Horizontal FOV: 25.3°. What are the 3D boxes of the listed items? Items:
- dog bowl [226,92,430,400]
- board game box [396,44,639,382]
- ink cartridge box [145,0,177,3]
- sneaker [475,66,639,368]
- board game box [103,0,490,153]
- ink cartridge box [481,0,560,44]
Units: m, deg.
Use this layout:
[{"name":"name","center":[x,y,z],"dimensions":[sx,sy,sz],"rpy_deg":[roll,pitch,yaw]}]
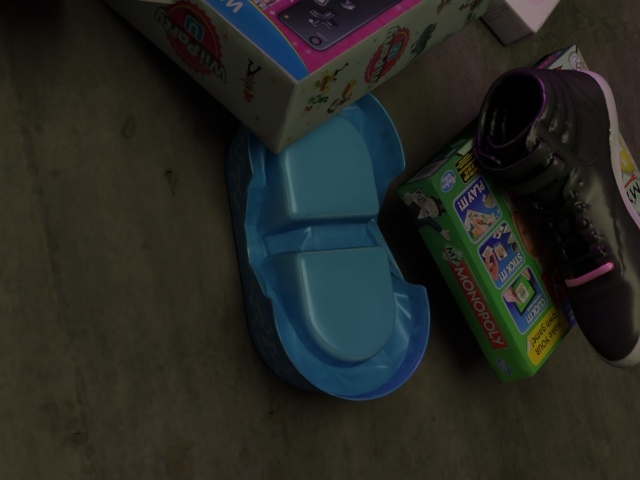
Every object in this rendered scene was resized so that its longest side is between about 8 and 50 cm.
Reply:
[{"name":"dog bowl","center":[0.000,0.000,1.284],"dimensions":[0.166,0.074,0.297],"rpy_deg":[-4,80,-34]},{"name":"board game box","center":[0.216,-0.036,1.405],"dimensions":[0.317,0.046,0.214],"rpy_deg":[-42,107,-44]},{"name":"ink cartridge box","center":[-0.187,-0.333,1.105],"dimensions":[0.114,0.197,0.273],"rpy_deg":[-4,107,-39]},{"name":"sneaker","center":[0.217,-0.028,1.302],"dimensions":[0.146,0.104,0.296],"rpy_deg":[8,66,-42]},{"name":"board game box","center":[-0.008,-0.241,1.275],"dimensions":[0.224,0.097,0.303],"rpy_deg":[42,55,15]},{"name":"ink cartridge box","center":[0.180,-0.349,1.501],"dimensions":[0.232,0.066,0.189],"rpy_deg":[48,57,-18]}]
